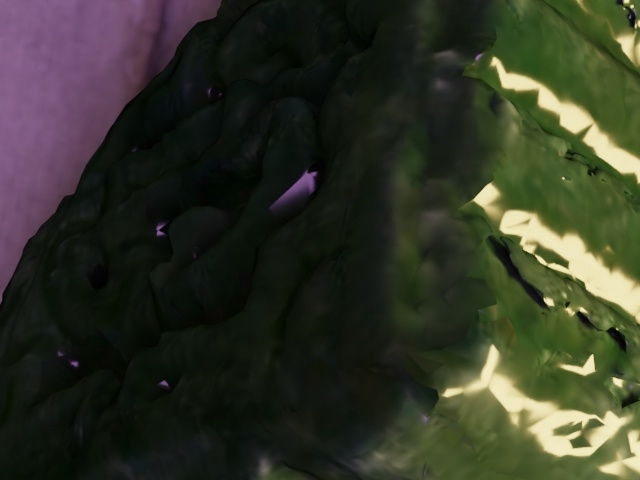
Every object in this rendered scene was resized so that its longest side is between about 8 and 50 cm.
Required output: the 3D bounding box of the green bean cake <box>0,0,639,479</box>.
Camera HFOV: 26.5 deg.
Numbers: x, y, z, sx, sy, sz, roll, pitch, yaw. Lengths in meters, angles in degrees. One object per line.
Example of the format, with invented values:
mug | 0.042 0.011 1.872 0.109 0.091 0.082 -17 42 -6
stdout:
green bean cake | 0.000 0.000 0.549 0.169 0.300 0.307 33 140 -30
